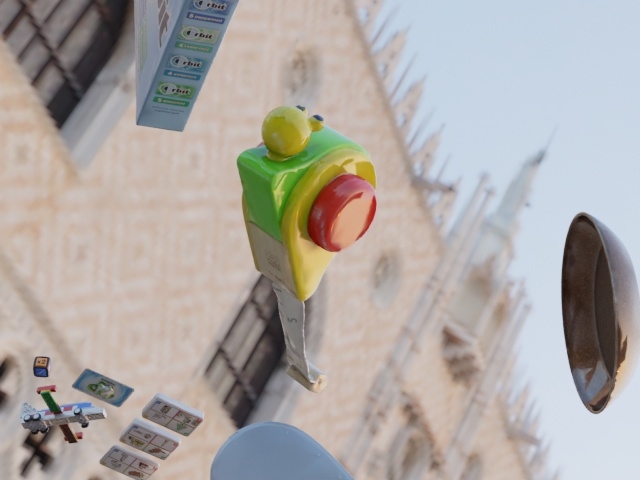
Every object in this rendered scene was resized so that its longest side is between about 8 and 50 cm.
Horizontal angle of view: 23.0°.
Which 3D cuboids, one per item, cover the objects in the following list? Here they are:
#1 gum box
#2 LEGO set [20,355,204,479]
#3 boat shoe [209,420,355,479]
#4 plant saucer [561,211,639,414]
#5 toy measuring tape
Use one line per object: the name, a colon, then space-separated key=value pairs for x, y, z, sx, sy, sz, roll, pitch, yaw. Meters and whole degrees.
gum box: x=-0.097 y=-0.197 z=1.154 sx=0.041 sy=0.157 sz=0.184 roll=7 pitch=-36 yaw=-18
LEGO set: x=-0.310 y=0.236 z=2.212 sx=0.244 sy=0.060 sz=0.182 roll=26 pitch=-50 yaw=-20
boat shoe: x=0.046 y=0.311 z=1.241 sx=0.367 sy=0.136 sz=0.156 roll=41 pitch=-22 yaw=26
plant saucer: x=0.276 y=0.070 z=1.538 sx=0.036 sy=0.198 sz=0.198 roll=-4 pitch=-32 yaw=-5
toy measuring tape: x=0.000 y=0.000 z=1.397 sx=0.121 sy=0.121 sz=0.330 roll=15 pitch=-39 yaw=23
